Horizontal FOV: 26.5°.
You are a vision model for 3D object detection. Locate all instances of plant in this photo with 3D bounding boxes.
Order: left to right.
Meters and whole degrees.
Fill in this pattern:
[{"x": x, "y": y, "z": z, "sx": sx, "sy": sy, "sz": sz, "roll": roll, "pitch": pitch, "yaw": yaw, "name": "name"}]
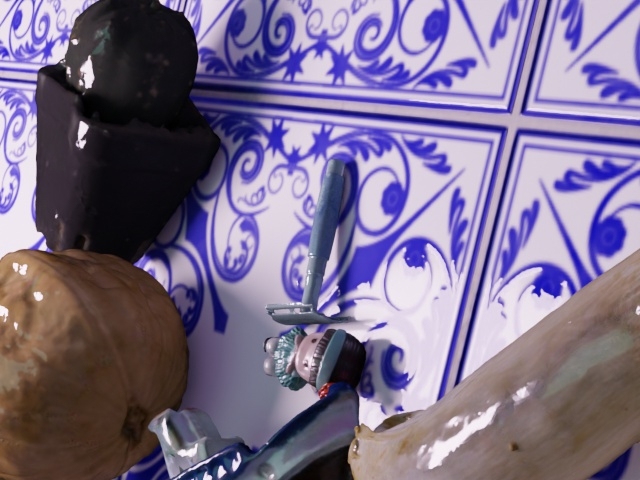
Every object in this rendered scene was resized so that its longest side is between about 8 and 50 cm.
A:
[{"x": -0.184, "y": -0.101, "z": 1.262, "sx": 0.164, "sy": 0.142, "sz": 0.256, "roll": 47, "pitch": 127, "yaw": 48, "name": "plant"}]

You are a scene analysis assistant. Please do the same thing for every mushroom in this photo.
[{"x": 0.141, "y": 0.094, "z": 0.825, "sx": 0.351, "sy": 0.095, "sz": 0.123, "roll": -37, "pitch": 32, "yaw": 39, "name": "mushroom"}]

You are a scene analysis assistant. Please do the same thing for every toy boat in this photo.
[{"x": -0.062, "y": 0.169, "z": 1.027, "sx": 0.262, "sy": 0.114, "sz": 0.115, "roll": -25, "pitch": 72, "yaw": 40, "name": "toy boat"}]

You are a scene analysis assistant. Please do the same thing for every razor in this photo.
[{"x": 0.000, "y": 0.000, "z": 1.078, "sx": 0.068, "sy": 0.040, "sz": 0.135, "roll": -6, "pitch": 69, "yaw": 51, "name": "razor"}]

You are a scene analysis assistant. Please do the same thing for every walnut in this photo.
[{"x": -0.228, "y": 0.106, "z": 1.184, "sx": 0.228, "sy": 0.228, "sz": 0.228, "roll": -20, "pitch": 63, "yaw": 47, "name": "walnut"}]

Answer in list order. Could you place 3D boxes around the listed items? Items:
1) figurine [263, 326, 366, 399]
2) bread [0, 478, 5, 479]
[{"x": -0.008, "y": 0.096, "z": 1.044, "sx": 0.106, "sy": 0.047, "sz": 0.060, "roll": -2, "pitch": 61, "yaw": 56, "name": "figurine"}, {"x": -0.344, "y": 0.277, "z": 1.252, "sx": 0.238, "sy": 0.252, "sz": 0.196, "roll": -59, "pitch": 41, "yaw": 17, "name": "bread"}]
